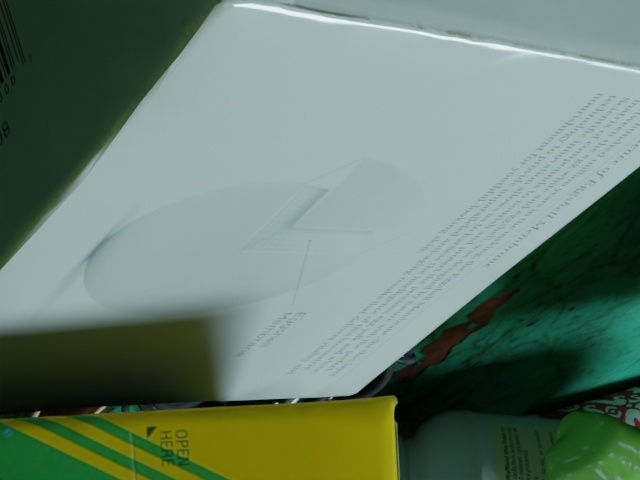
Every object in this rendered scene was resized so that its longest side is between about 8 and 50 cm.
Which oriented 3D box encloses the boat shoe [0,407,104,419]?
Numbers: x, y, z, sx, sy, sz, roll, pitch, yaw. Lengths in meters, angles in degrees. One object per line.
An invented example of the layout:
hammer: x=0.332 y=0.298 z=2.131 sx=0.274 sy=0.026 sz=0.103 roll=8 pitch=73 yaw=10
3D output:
boat shoe: x=-0.105 y=0.057 z=0.773 sx=0.063 sy=0.059 sz=0.170 roll=6 pitch=143 yaw=-47

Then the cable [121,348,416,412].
cable: x=-0.020 y=0.065 z=0.894 sx=0.184 sy=0.047 sz=0.150 roll=-4 pitch=144 yaw=-32

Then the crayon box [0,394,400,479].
crayon box: x=-0.193 y=0.130 z=0.575 sx=0.313 sy=0.106 sz=0.363 roll=-1 pitch=170 yaw=-31

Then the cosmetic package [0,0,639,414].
cosmetic package: x=-0.025 y=-0.051 z=0.527 sx=0.225 sy=0.138 sz=0.224 roll=4 pitch=145 yaw=-42

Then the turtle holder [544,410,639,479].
turtle holder: x=0.299 y=0.060 z=0.937 sx=0.320 sy=0.243 sz=0.227 roll=-27 pitch=119 yaw=31

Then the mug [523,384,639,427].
mug: x=0.251 y=0.170 z=1.300 sx=0.169 sy=0.150 sz=0.113 roll=-16 pitch=119 yaw=-25

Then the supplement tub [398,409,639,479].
supplement tub: x=0.170 y=0.245 z=1.089 sx=0.325 sy=0.235 sz=0.235 roll=6 pitch=152 yaw=-2
